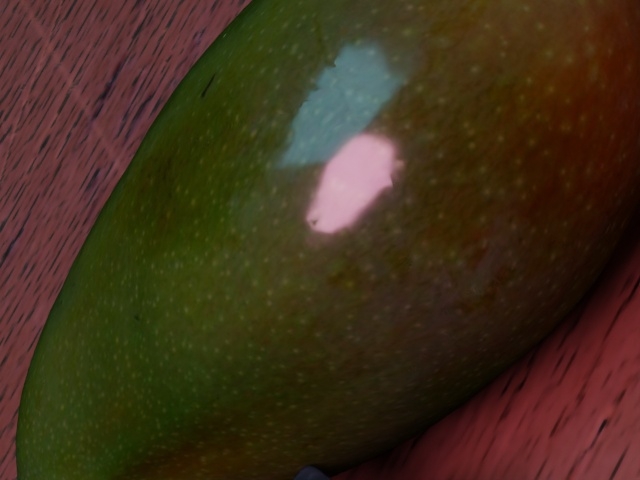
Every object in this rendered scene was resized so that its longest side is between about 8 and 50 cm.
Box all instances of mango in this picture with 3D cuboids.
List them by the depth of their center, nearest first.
[{"bbox_3d":[0.000,0.000,0.846,0.382,0.201,0.225,-43,25,16],"label":"mango"}]

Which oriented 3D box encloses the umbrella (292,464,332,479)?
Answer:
[{"bbox_3d":[0.053,0.170,0.734,0.349,0.094,0.143,4,45,26],"label":"umbrella"}]
